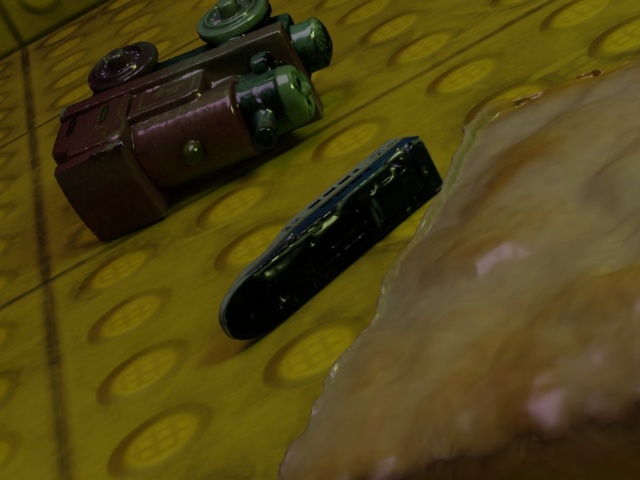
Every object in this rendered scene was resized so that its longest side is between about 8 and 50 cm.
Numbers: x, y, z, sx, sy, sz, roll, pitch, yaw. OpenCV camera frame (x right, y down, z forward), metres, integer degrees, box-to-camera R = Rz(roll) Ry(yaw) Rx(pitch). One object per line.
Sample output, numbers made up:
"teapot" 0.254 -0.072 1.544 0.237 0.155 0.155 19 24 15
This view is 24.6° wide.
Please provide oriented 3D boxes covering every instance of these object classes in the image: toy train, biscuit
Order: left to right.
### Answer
"toy train" -0.129 -0.132 1.524 0.304 0.150 0.221 -21 33 15
"toy train" 0.000 0.000 1.170 0.234 0.052 0.051 -40 21 -25
"biscuit" 0.221 -0.013 0.851 0.446 0.104 0.429 -20 23 30
